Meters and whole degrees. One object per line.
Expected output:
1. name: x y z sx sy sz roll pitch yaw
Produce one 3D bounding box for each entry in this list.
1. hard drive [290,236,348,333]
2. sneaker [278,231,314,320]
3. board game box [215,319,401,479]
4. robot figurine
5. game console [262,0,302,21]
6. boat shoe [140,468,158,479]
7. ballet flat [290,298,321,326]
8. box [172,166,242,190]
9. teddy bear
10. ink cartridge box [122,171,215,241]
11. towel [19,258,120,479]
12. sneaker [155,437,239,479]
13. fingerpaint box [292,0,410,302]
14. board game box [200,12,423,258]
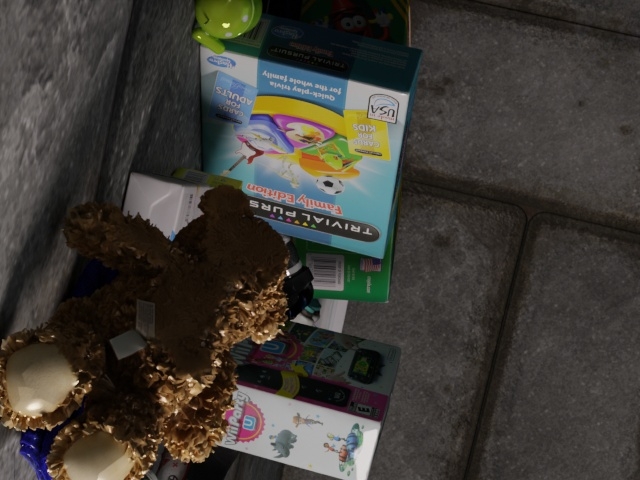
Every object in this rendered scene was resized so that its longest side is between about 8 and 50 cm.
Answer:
1. hard drive: 0.000 0.000 2.716 0.233 0.047 0.353 43 -52 53
2. sneaker: -0.081 0.063 2.005 0.079 0.121 0.217 -32 -175 -24
3. board game box: -0.061 0.190 1.867 0.224 0.303 0.097 -64 166 -68
4. robot figurine: -0.103 -0.262 1.597 0.101 0.067 0.115 -46 -177 14
5. game console: -0.059 -0.329 2.001 0.361 0.044 0.213 -57 160 -75
6. boat shoe: -0.243 0.385 1.737 0.070 0.077 0.219 -54 149 -77
7. ballet flat: -0.080 0.137 2.517 0.400 0.139 0.139 -89 -168 -88
8. box: -0.153 0.033 1.715 0.058 0.087 0.232 -70 171 -62
9. teddy bear: -0.159 0.088 1.268 0.113 0.245 0.338 -31 -153 45
10. ink cartridge box: -0.169 -0.017 1.553 0.181 0.061 0.104 -13 116 -83
11. towel: -0.228 0.177 1.430 0.308 0.076 0.228 92 5 -60
12. sneaker: -0.189 0.317 1.973 0.270 0.090 0.145 -62 -158 17
13. fingerpaint box: 0.050 -0.183 2.142 0.445 0.163 0.371 90 4 -52
14. board game box: -0.019 -0.128 1.792 0.336 0.253 0.079 95 11 -54
